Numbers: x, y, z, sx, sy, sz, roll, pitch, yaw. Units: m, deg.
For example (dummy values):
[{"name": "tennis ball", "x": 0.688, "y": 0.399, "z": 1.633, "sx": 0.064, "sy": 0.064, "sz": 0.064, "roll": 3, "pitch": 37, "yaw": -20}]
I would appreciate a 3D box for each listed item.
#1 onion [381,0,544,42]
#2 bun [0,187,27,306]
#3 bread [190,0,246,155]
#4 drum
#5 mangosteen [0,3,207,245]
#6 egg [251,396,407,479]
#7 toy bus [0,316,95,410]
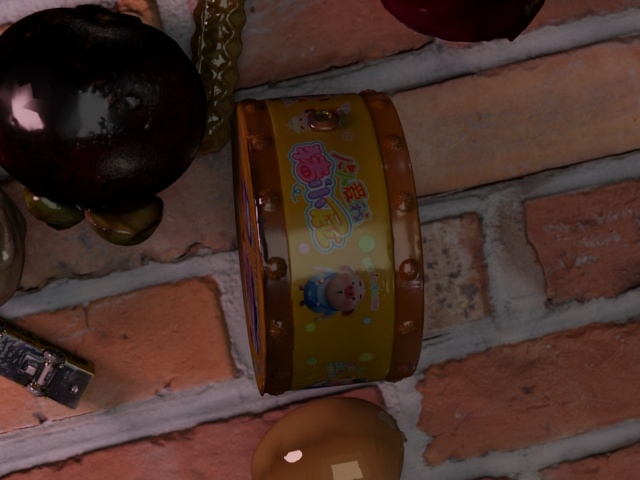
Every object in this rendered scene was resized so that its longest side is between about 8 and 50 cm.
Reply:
[{"name": "onion", "x": 0.150, "y": -0.484, "z": 1.599, "sx": 0.420, "sy": 0.398, "sz": 0.398, "roll": 23, "pitch": 102, "yaw": 35}, {"name": "bun", "x": -0.536, "y": -0.010, "z": 1.628, "sx": 0.281, "sy": 0.281, "sz": 0.205, "roll": 40, "pitch": 93, "yaw": -12}, {"name": "bread", "x": -0.151, "y": -0.307, "z": 1.693, "sx": 0.084, "sy": 0.077, "sz": 0.368, "roll": 10, "pitch": 102, "yaw": 16}, {"name": "drum", "x": 0.000, "y": 0.000, "z": 1.606, "sx": 0.214, "sy": 0.431, "sz": 0.431, "roll": -5, "pitch": 102, "yaw": -7}, {"name": "mangosteen", "x": -0.317, "y": -0.168, "z": 1.595, "sx": 0.330, "sy": 0.330, "sz": 0.330, "roll": -1, "pitch": 102, "yaw": -6}, {"name": "egg", "x": 0.014, "y": 0.345, "z": 1.787, "sx": 0.244, "sy": 0.201, "sz": 0.201, "roll": -7, "pitch": 102, "yaw": -2}, {"name": "toy bus", "x": -0.459, "y": 0.175, "z": 1.766, "sx": 0.226, "sy": 0.074, "sz": 0.081, "roll": 27, "pitch": 99, "yaw": -11}]
